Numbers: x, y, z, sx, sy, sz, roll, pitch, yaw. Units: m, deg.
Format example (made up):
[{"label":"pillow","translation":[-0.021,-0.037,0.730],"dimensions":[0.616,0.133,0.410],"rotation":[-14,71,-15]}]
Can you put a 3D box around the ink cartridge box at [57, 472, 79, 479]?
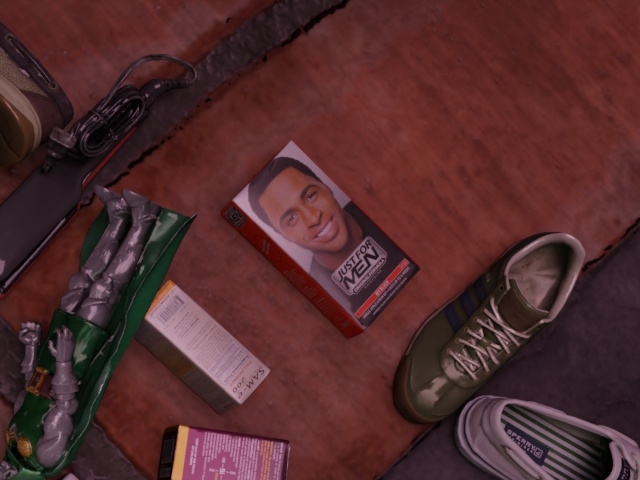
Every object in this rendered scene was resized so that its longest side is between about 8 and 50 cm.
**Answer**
[{"label":"ink cartridge box","translation":[-0.180,0.312,0.919],"dimensions":[0.223,0.045,0.224],"rotation":[-42,93,-22]}]

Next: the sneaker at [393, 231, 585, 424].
[{"label":"sneaker","translation":[0.134,0.060,1.055],"dimensions":[0.064,0.086,0.192],"rotation":[45,69,-4]}]

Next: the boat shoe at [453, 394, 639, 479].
[{"label":"boat shoe","translation":[0.211,0.186,1.057],"dimensions":[0.226,0.076,0.083],"rotation":[22,72,-12]}]

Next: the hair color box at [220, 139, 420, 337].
[{"label":"hair color box","translation":[0.000,0.000,1.049],"dimensions":[0.141,0.043,0.072],"rotation":[44,70,-3]}]

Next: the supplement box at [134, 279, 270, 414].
[{"label":"supplement box","translation":[-0.090,0.078,0.992],"dimensions":[0.098,0.062,0.036],"rotation":[43,67,-5]}]

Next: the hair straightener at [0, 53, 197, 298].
[{"label":"hair straightener","translation":[-0.168,-0.056,0.983],"dimensions":[0.047,0.089,0.230],"rotation":[43,69,5]}]

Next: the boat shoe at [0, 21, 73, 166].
[{"label":"boat shoe","translation":[-0.268,-0.146,0.985],"dimensions":[0.223,0.080,0.073],"rotation":[45,39,9]}]

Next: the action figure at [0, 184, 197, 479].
[{"label":"action figure","translation":[-0.171,0.076,0.945],"dimensions":[0.063,0.137,0.232],"rotation":[26,80,-29]}]

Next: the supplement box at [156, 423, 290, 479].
[{"label":"supplement box","translation":[-0.070,0.159,0.984],"dimensions":[0.083,0.055,0.043],"rotation":[10,76,-15]}]
